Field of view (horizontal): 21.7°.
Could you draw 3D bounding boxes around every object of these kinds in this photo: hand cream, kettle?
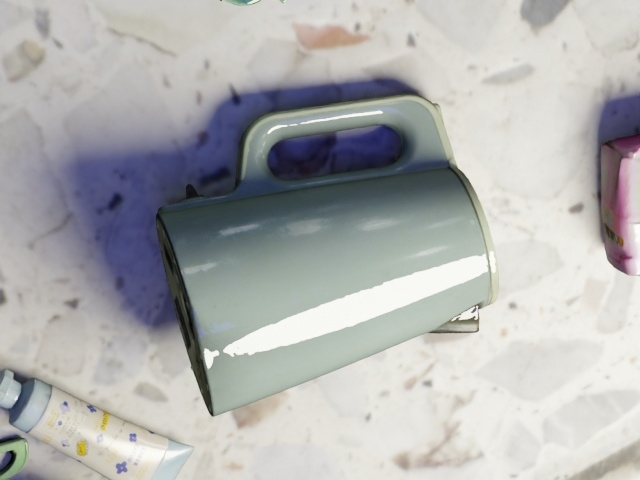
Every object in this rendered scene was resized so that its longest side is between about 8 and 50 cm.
[{"bbox_3d":[-0.189,0.156,1.348,0.171,0.043,0.065,31,97,-17],"label":"hand cream"},{"bbox_3d":[0.000,0.000,1.291,0.243,0.160,0.210,-17,80,-10],"label":"kettle"}]

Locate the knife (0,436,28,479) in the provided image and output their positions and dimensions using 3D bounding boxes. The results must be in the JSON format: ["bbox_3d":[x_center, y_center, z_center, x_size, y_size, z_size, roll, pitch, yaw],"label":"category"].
[{"bbox_3d":[-0.375,0.218,1.354,0.293,0.020,0.043,-19,106,-2],"label":"knife"}]

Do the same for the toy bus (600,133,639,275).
[{"bbox_3d":[0.359,-0.052,1.336,0.274,0.090,0.112,-14,101,-3],"label":"toy bus"}]

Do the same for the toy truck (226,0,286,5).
[{"bbox_3d":[-0.091,-0.290,1.185,0.135,0.128,0.259,-38,108,3],"label":"toy truck"}]
